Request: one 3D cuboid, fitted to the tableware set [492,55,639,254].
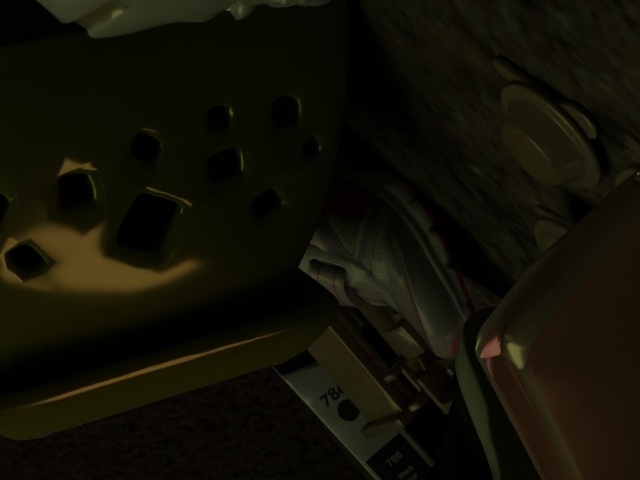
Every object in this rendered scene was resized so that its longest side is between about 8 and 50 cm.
[{"bbox_3d":[0.128,0.002,0.567,0.141,0.020,0.169,39,166,40],"label":"tableware set"}]

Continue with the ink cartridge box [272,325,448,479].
[{"bbox_3d":[0.078,0.188,1.376,0.333,0.065,0.165,46,-167,2],"label":"ink cartridge box"}]

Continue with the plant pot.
[{"bbox_3d":[-0.124,-0.035,0.745,0.227,0.228,0.207,33,134,57],"label":"plant pot"}]

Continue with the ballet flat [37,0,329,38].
[{"bbox_3d":[-0.084,-0.145,0.594,0.147,0.147,0.409,52,170,-26],"label":"ballet flat"}]

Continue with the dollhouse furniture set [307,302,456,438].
[{"bbox_3d":[0.045,0.033,1.022,0.182,0.101,0.161,50,147,-8],"label":"dollhouse furniture set"}]

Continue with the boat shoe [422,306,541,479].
[{"bbox_3d":[0.100,0.166,0.647,0.127,0.113,0.340,10,-150,-10],"label":"boat shoe"}]

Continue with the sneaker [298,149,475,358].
[{"bbox_3d":[0.000,0.000,0.900,0.252,0.111,0.103,43,170,32],"label":"sneaker"}]

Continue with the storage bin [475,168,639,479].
[{"bbox_3d":[0.196,0.116,0.381,0.262,0.123,0.260,42,171,39],"label":"storage bin"}]
